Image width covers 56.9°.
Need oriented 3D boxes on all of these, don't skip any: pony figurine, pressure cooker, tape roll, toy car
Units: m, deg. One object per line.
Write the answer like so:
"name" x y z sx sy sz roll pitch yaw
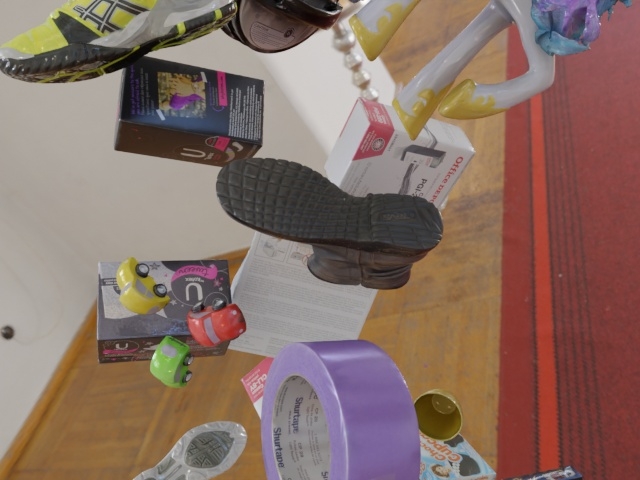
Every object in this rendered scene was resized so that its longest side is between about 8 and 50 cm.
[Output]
"pony figurine" 0.181 -0.300 0.543 0.363 0.351 0.303 -28 25 13
"pressure cooker" -0.141 -0.702 1.522 0.369 0.376 0.420 -32 68 -17
"tape roll" 0.012 0.196 0.595 0.189 0.080 0.189 -10 79 62
"toy car" -0.238 0.160 0.943 0.238 0.225 0.053 23 34 17

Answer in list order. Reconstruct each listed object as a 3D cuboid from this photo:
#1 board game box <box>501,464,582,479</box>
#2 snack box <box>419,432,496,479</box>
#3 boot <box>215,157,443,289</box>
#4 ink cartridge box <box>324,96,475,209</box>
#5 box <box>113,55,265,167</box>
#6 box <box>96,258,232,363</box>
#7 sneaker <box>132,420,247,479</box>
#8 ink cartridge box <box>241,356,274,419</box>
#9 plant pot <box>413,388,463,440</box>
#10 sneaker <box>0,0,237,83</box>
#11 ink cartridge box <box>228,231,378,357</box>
"board game box" 0.458 0.602 1.235 0.164 0.244 0.042 -6 14 -12
"snack box" 0.316 0.577 1.658 0.322 0.187 0.060 -137 54 -60
"boot" 0.000 0.000 0.909 0.223 0.337 0.118 114 172 -64
"ink cartridge box" 0.140 -0.144 1.061 0.092 0.217 0.159 -107 35 -45
"box" -0.261 -0.247 1.174 0.165 0.270 0.144 151 123 -65
"box" -0.303 0.134 1.151 0.142 0.247 0.164 122 143 -55
"sneaker" -0.232 0.390 1.015 0.232 0.115 0.090 -30 76 -18
"ink cartridge box" -0.029 0.535 1.734 0.160 0.279 0.385 -41 57 9
"plant pot" 0.319 0.448 1.569 0.134 0.134 0.095 -18 2 27
"sneaker" -0.336 -0.364 0.954 0.384 0.147 0.145 -24 13 -12
"ink cartridge box" -0.032 0.093 1.322 0.091 0.307 0.385 -107 35 -65
